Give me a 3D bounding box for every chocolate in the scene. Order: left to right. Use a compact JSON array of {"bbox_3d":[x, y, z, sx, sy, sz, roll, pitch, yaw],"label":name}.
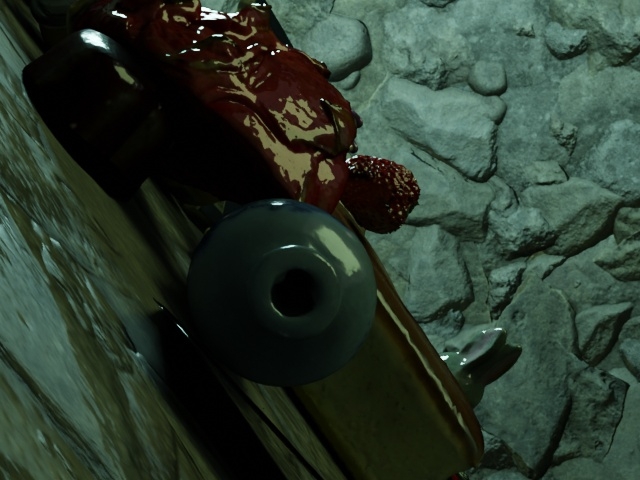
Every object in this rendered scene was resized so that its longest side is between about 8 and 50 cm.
[{"bbox_3d":[-0.164,-0.107,1.176,0.125,0.080,0.148,57,3,34],"label":"chocolate"}]

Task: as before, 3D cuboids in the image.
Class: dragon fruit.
[{"bbox_3d":[-0.088,-0.152,1.286,0.317,0.152,0.205,23,-26,51],"label":"dragon fruit"}]

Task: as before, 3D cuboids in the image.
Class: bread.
[{"bbox_3d":[0.019,0.087,1.553,0.333,0.143,0.323,55,2,-6],"label":"bread"}]

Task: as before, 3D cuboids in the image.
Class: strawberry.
[{"bbox_3d":[0.058,-0.051,1.622,0.096,0.083,0.083,44,6,-26],"label":"strawberry"}]

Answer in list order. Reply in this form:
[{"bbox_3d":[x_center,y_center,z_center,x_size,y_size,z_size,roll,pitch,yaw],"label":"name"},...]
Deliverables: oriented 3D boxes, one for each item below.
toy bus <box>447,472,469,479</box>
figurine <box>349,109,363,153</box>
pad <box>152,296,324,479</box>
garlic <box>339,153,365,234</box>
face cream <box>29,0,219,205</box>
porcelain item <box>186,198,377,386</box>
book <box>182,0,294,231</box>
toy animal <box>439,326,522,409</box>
[{"bbox_3d":[0.135,0.308,1.650,0.089,0.081,0.195,42,10,-39],"label":"toy bus"},{"bbox_3d":[-0.049,-0.125,1.521,0.156,0.115,0.094,44,-46,33],"label":"figurine"},{"bbox_3d":[0.003,0.197,0.980,0.375,0.063,0.315,48,-4,2],"label":"pad"},{"bbox_3d":[-0.002,-0.004,1.811,0.143,0.112,0.318,51,41,-65],"label":"garlic"},{"bbox_3d":[-0.179,-0.163,1.485,0.105,0.105,0.348,56,2,37],"label":"face cream"},{"bbox_3d":[-0.035,0.040,1.165,0.141,0.141,0.259,55,-8,-2],"label":"porcelain item"},{"bbox_3d":[-0.087,-0.129,1.750,0.025,0.269,0.191,9,-15,17],"label":"book"},{"bbox_3d":[0.124,0.177,1.773,0.138,0.108,0.236,44,-42,-1],"label":"toy animal"}]
